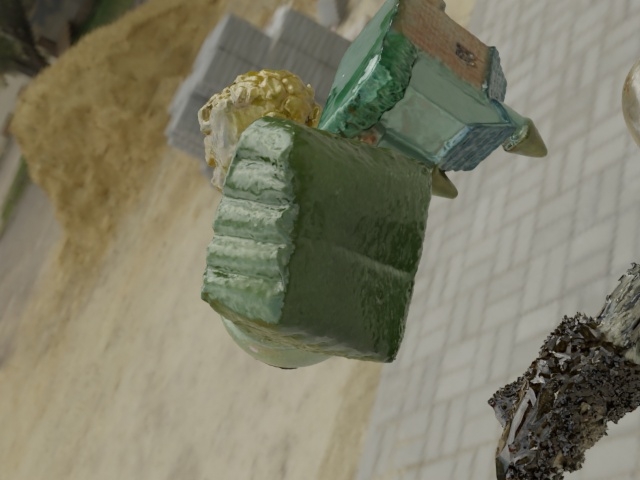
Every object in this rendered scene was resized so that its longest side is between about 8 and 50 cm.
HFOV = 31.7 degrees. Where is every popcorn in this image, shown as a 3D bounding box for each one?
[{"bbox_3d":[-0.107,-0.177,1.985,0.250,0.190,0.250,-2,88,44],"label":"popcorn"}]

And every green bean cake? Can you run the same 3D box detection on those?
[{"bbox_3d":[0.000,0.000,1.131,0.125,0.248,0.222,8,82,37],"label":"green bean cake"}]

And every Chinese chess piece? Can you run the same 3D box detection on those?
[{"bbox_3d":[-0.034,0.063,1.388,0.083,0.188,0.188,83,-158,-65],"label":"Chinese chess piece"}]

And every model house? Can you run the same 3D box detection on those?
[{"bbox_3d":[0.188,-0.188,1.705,0.194,0.325,0.267,-49,16,42],"label":"model house"}]

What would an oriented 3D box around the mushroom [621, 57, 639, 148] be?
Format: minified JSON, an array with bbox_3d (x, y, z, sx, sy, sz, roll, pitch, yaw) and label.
[{"bbox_3d":[0.516,-0.195,1.504,0.215,0.207,0.207,107,178,-60],"label":"mushroom"}]

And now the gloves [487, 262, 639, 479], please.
[{"bbox_3d":[0.298,0.177,1.321,0.312,0.135,0.210,-47,-10,-11],"label":"gloves"}]
